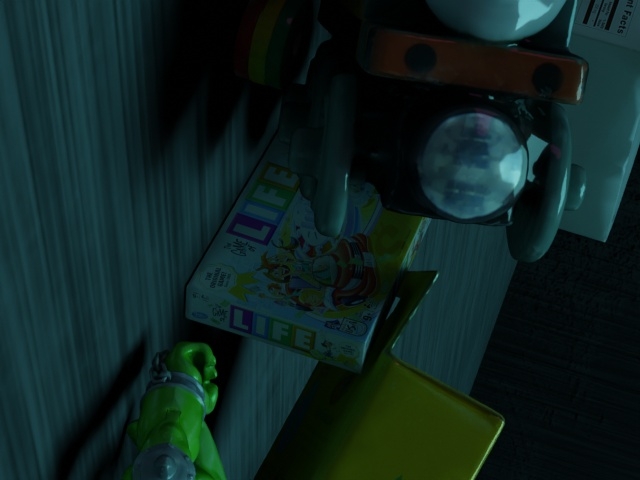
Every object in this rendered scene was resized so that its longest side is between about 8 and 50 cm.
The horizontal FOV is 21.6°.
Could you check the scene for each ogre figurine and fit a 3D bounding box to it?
[{"bbox_3d":[-0.079,0.157,0.823,0.197,0.097,0.118,-63,-178,7],"label":"ogre figurine"}]

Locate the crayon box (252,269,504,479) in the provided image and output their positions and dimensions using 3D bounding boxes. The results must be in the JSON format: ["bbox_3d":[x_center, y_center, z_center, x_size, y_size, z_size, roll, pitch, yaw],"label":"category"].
[{"bbox_3d":[0.002,0.171,0.982,0.318,0.081,0.202,-61,-174,-3],"label":"crayon box"}]

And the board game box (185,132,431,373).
[{"bbox_3d":[0.000,0.000,0.953,0.154,0.103,0.026,-63,165,-44],"label":"board game box"}]

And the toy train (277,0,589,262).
[{"bbox_3d":[0.057,-0.106,0.851,0.334,0.142,0.190,-104,-159,-78],"label":"toy train"}]

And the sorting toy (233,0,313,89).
[{"bbox_3d":[-0.013,-0.202,0.729,0.132,0.046,0.274,-30,137,-75],"label":"sorting toy"}]

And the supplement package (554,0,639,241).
[{"bbox_3d":[0.125,-0.136,1.114,0.194,0.203,0.149,93,18,-54],"label":"supplement package"}]
